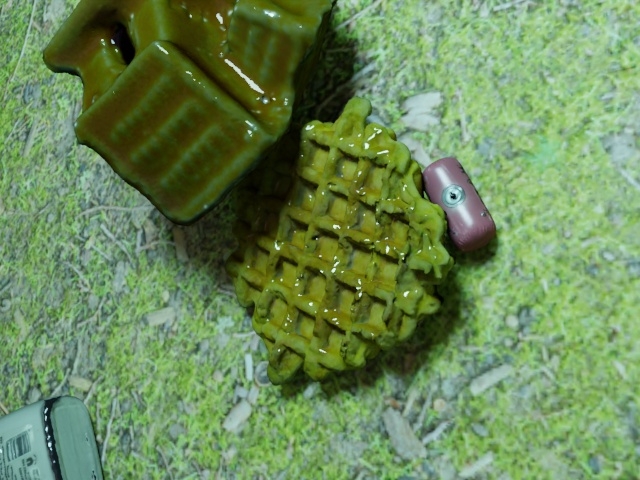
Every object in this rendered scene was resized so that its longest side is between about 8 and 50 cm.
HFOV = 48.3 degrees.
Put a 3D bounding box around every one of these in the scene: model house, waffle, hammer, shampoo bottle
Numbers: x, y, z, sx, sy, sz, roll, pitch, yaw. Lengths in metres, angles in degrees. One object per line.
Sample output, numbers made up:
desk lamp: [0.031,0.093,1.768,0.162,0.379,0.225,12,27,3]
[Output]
model house: [-0.099,-0.157,0.651,0.268,0.173,0.239,-40,51,23]
waffle: [0.000,0.000,0.639,0.243,0.058,0.238,-31,68,33]
hammer: [0.114,-0.031,0.594,0.043,0.043,0.083,-33,64,22]
shampoo bottle: [-0.365,0.286,0.807,0.284,0.071,0.153,-27,70,26]
